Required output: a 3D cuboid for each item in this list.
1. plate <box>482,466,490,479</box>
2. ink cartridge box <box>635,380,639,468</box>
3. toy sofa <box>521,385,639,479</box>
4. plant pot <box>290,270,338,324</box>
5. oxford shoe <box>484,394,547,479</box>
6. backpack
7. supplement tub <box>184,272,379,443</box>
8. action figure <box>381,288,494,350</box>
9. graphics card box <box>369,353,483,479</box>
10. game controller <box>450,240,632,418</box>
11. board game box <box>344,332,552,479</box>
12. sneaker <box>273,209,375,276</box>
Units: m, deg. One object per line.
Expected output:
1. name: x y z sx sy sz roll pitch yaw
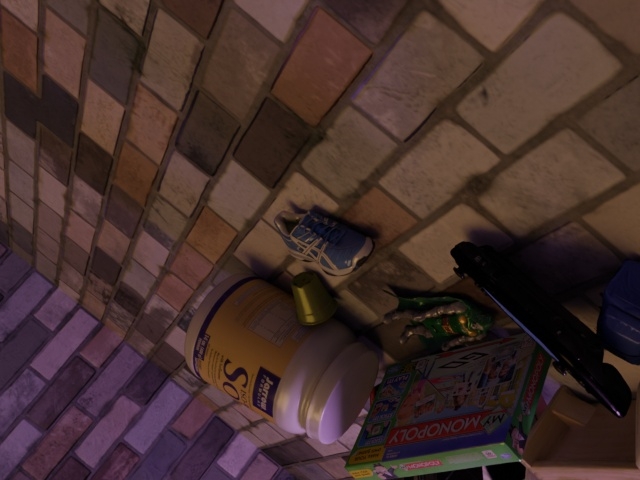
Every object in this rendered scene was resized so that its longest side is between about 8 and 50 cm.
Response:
1. plate: 0.355 0.462 1.984 0.277 0.045 0.278 31 156 18
2. ink cartridge box: 0.469 0.164 1.061 0.201 0.117 0.278 6 149 10
3. toy sofa: 0.459 0.304 1.384 0.177 0.150 0.362 43 157 -7
4. plant pot: -0.019 0.101 1.827 0.083 0.083 0.079 13 134 46
5. oxford shoe: 0.349 0.404 1.592 0.140 0.146 0.397 -35 88 43
6. backpack: 0.378 0.096 1.177 0.098 0.101 0.120 36 162 24
7. supplement tub: -0.076 0.232 1.934 0.331 0.241 0.241 27 155 26
8. action figure: 0.196 0.132 1.575 0.137 0.063 0.232 49 152 -17
9. graphics card box: 0.184 0.354 1.793 0.094 0.232 0.371 2 161 -12
10. game controller: 0.277 0.108 1.256 0.166 0.067 0.319 54 179 -30
11. board game box: 0.195 0.258 1.497 0.317 0.213 0.046 -22 119 43
12. sneaker: 0.000 0.000 1.585 0.211 0.080 0.081 10 147 47
